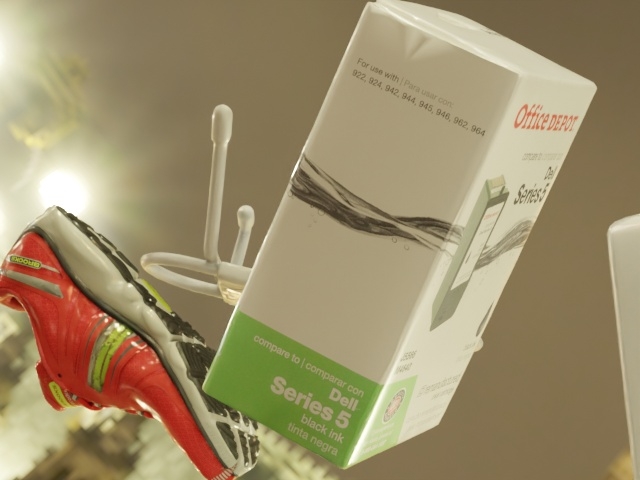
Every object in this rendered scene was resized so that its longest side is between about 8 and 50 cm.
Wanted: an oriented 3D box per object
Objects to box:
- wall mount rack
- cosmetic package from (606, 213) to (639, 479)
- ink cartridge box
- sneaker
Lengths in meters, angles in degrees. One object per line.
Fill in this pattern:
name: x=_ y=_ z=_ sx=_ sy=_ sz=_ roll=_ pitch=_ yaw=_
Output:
wall mount rack: x=0.000 y=0.000 z=1.786 sx=0.350 sy=0.130 sz=0.304 roll=13 pitch=-15 yaw=6
cosmetic package: x=0.248 y=0.216 z=0.740 sx=0.161 sy=0.230 sz=0.453 roll=-13 pitch=-109 yaw=28
ink cartridge box: x=0.056 y=-0.007 z=1.208 sx=0.114 sy=0.198 sz=0.273 roll=28 pitch=-78 yaw=18
sneaker: x=-0.153 y=0.098 z=1.413 sx=0.279 sy=0.118 sz=0.107 roll=46 pitch=4 yaw=28
